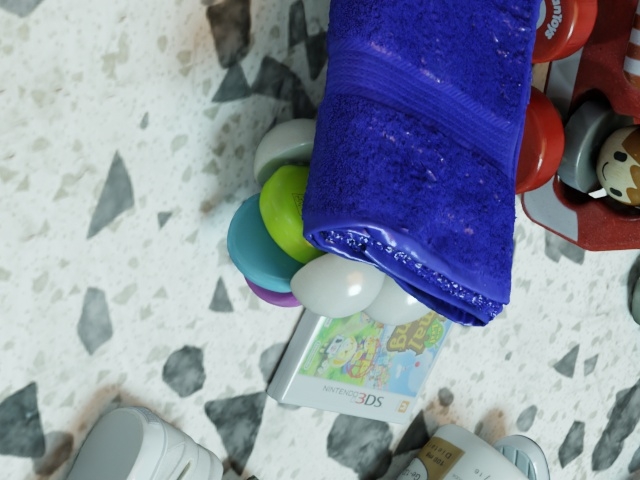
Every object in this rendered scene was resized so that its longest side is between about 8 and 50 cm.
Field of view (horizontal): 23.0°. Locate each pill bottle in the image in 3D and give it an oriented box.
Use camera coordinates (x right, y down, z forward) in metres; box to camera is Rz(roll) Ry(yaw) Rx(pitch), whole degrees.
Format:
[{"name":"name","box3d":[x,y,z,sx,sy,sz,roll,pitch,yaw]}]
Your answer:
[{"name":"pill bottle","box3d":[0.100,0.303,1.538,0.229,0.131,0.131,-48,139,-13]}]

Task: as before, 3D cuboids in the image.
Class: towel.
[{"name":"towel","box3d":[0.089,-0.109,1.198,0.228,0.076,0.308,29,60,-47]}]

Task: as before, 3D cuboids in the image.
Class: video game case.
[{"name":"video game case","box3d":[0.062,0.062,1.433,0.193,0.023,0.212,17,100,-50]}]

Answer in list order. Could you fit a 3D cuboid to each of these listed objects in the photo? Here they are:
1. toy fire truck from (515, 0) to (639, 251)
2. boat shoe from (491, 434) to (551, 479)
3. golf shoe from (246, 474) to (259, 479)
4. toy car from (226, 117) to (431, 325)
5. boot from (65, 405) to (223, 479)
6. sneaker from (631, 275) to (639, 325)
[{"name":"toy fire truck","box3d":[0.275,-0.123,1.358,0.169,0.254,0.302,-13,123,-41]},{"name":"boat shoe","box3d":[0.211,0.276,1.693,0.076,0.083,0.226,-41,150,-38]},{"name":"golf shoe","box3d":[-0.054,0.334,1.424,0.120,0.105,0.273,-27,131,-24]},{"name":"toy car","box3d":[0.000,0.000,1.258,0.136,0.159,0.182,-32,156,30]},{"name":"boot","box3d":[-0.172,0.265,1.257,0.123,0.095,0.258,37,85,-44]},{"name":"sneaker","box3d":[0.426,0.107,1.761,0.087,0.130,0.227,-46,137,-18]}]
